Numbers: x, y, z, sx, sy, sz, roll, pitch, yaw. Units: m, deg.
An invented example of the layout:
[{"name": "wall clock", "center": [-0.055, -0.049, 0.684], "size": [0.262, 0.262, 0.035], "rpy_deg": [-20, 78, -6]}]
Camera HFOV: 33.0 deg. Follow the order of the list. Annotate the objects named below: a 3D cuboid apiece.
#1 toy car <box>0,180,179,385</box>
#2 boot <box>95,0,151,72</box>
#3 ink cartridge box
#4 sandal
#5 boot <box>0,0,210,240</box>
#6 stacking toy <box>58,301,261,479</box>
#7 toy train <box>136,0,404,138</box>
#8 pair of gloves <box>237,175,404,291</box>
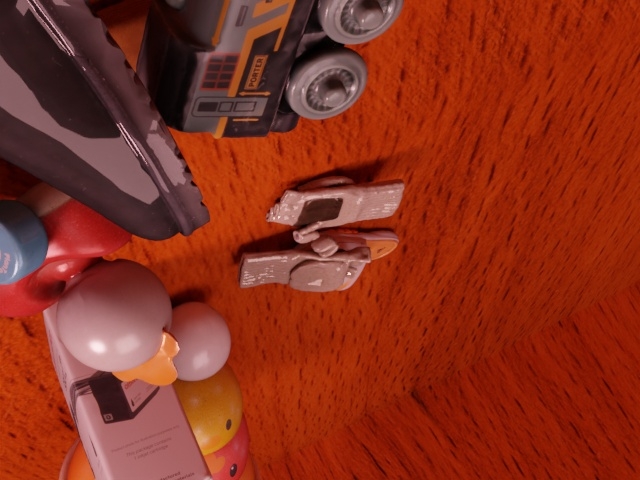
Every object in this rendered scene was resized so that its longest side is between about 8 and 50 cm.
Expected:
[{"name": "toy car", "center": [-0.237, 0.059, 1.082], "size": [0.210, 0.238, 0.219], "rpy_deg": [-30, -175, 35]}, {"name": "boot", "center": [-0.281, -0.108, 1.007], "size": [0.280, 0.096, 0.264], "rpy_deg": [-25, 153, -30]}, {"name": "ink cartridge box", "center": [-0.269, 0.239, 1.488], "size": [0.129, 0.307, 0.223], "rpy_deg": [-19, 158, -18]}, {"name": "sandal", "center": [0.047, 0.034, 1.734], "size": [0.265, 0.076, 0.102], "rpy_deg": [-6, 150, -45]}, {"name": "boot", "center": [-0.347, -0.041, 0.775], "size": [0.445, 0.146, 0.367], "rpy_deg": [-33, 126, -5]}, {"name": "stacking toy", "center": [-0.240, 0.284, 1.751], "size": [0.351, 0.350, 0.479], "rpy_deg": [-16, 140, -30]}, {"name": "toy train", "center": [-0.034, -0.223, 0.892], "size": [0.190, 0.142, 0.334], "rpy_deg": [-5, 139, -30]}, {"name": "pair of gloves", "center": [0.000, 0.000, 1.566], "size": [0.204, 0.042, 0.240], "rpy_deg": [0, 140, -25]}]
